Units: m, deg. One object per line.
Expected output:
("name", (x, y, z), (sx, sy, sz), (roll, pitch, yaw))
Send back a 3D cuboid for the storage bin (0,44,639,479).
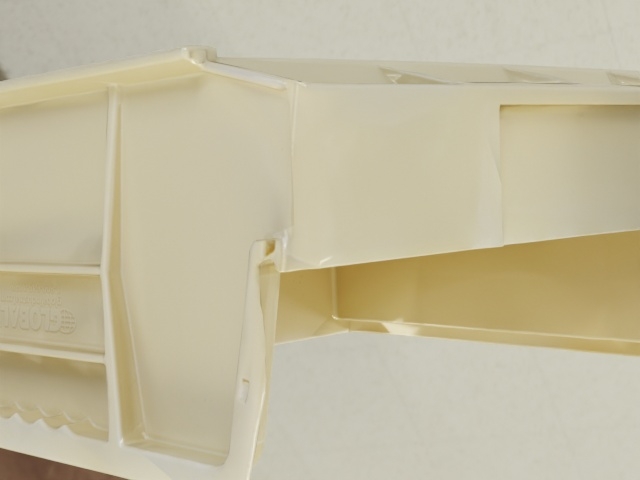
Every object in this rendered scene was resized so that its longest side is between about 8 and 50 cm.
("storage bin", (0.000, 0.000, 0.481), (0.260, 0.262, 0.123), (1, 94, 48))
